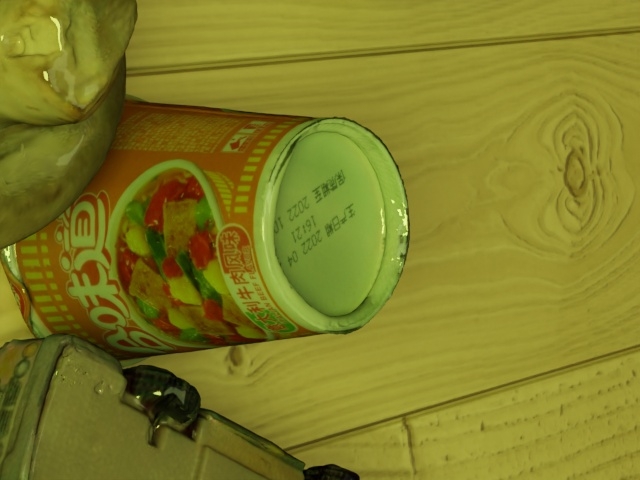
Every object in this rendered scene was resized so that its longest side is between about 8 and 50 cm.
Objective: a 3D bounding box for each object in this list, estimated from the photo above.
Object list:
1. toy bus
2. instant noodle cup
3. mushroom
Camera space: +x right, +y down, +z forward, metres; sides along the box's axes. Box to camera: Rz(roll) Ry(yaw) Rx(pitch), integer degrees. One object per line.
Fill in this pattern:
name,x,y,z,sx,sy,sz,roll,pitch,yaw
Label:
toy bus,-0.080,0.155,1.102,0.317,0.138,0.112,37,58,-39
instant noodle cup,-0.057,-0.007,1.088,0.168,0.185,0.168,2,87,-47
mushroom,-0.170,-0.089,0.960,0.204,0.204,0.204,1,88,-47
